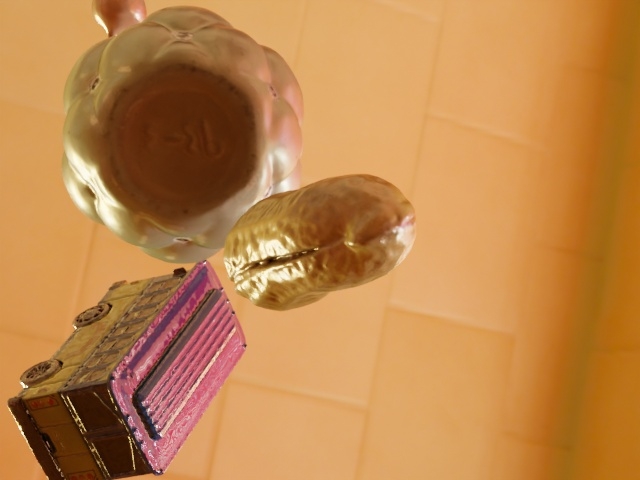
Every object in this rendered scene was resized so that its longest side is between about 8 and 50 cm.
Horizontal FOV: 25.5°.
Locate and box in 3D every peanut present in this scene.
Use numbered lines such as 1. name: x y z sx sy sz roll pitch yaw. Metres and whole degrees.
1. peanut: 0.000 0.000 0.872 0.080 0.080 0.174 17 -17 -28

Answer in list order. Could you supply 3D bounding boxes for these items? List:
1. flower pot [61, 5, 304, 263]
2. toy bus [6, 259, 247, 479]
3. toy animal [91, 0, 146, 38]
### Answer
1. flower pot: -0.130 -0.100 1.351 0.246 0.246 0.195 12 7 -6
2. toy bus: -0.220 0.154 1.671 0.175 0.138 0.288 -14 22 27
3. toy animal: -0.241 -0.316 1.757 0.089 0.150 0.083 14 0 -9
